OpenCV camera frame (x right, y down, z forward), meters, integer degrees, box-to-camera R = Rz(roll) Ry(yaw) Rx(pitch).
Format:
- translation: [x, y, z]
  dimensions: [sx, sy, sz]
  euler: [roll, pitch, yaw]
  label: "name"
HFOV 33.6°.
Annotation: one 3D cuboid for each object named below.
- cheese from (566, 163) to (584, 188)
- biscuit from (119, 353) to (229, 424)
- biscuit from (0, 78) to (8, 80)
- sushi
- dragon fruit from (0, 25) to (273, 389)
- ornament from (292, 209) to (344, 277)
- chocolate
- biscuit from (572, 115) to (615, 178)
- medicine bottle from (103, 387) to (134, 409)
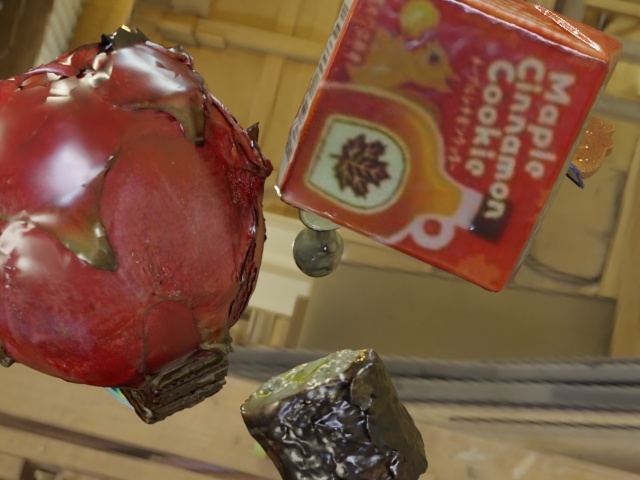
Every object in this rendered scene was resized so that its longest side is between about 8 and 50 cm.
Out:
- translation: [0.300, -0.167, 1.572]
  dimensions: [0.064, 0.250, 0.156]
  euler: [-43, -31, 3]
  label: "cheese"
- translation: [-0.219, 0.091, 1.228]
  dimensions: [0.106, 0.252, 0.070]
  euler: [-24, -31, -36]
  label: "biscuit"
- translation: [-0.455, -0.025, 1.405]
  dimensions: [0.091, 0.407, 0.407]
  euler: [63, -142, -62]
  label: "biscuit"
- translation: [0.038, 0.375, 2.053]
  dimensions: [0.281, 0.299, 0.294]
  euler: [-27, -88, -61]
  label: "sushi"
- translation: [-0.187, -0.028, 0.890]
  dimensions: [0.295, 0.295, 0.302]
  euler: [-72, -36, -52]
  label: "dragon fruit"
- translation: [0.000, 0.000, 1.465]
  dimensions: [0.081, 0.075, 0.156]
  euler: [59, 160, 23]
  label: "ornament"
- translation: [0.100, -0.097, 0.876]
  dimensions: [0.108, 0.235, 0.237]
  euler: [-61, -5, -76]
  label: "chocolate"
- translation: [0.474, -0.199, 1.988]
  dimensions: [0.280, 0.183, 0.043]
  euler: [-88, 11, -48]
  label: "biscuit"
- translation: [-0.266, 0.146, 1.673]
  dimensions: [0.083, 0.121, 0.229]
  euler: [-3, -58, -60]
  label: "medicine bottle"
